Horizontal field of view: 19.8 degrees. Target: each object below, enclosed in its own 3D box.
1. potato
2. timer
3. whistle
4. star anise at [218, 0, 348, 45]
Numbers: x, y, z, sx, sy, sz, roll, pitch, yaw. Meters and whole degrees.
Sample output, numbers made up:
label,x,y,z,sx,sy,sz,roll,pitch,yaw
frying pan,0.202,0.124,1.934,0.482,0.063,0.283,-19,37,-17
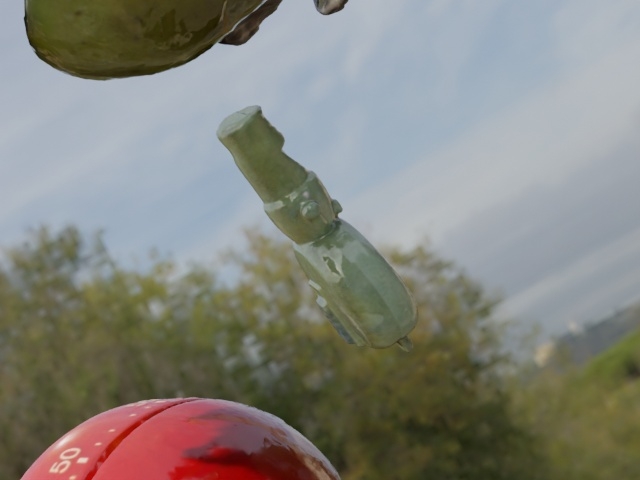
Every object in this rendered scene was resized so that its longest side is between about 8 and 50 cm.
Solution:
label,x,y,z,sx,sy,sz,roll,pitch,yaw
potato,-0.047,-0.189,0.920,0.160,0.111,0.271,92,-160,-55
timer,-0.119,0.329,1.636,0.279,0.378,0.378,2,13,38
whistle,0.000,0.000,1.528,0.067,0.258,0.126,-38,19,-9
star anise,-0.021,-0.270,1.466,0.198,0.257,0.110,1,-27,-18
